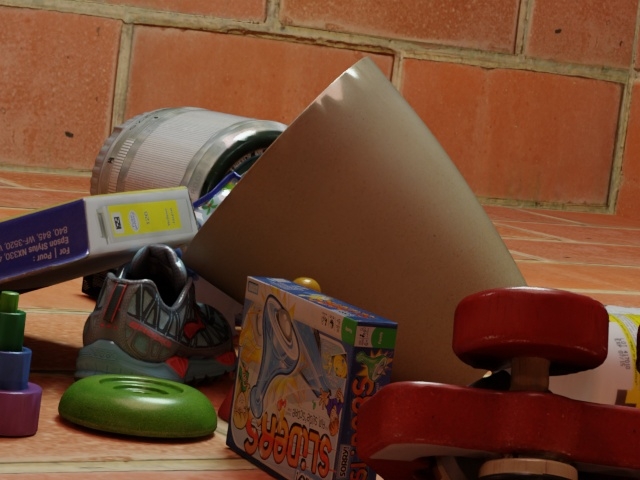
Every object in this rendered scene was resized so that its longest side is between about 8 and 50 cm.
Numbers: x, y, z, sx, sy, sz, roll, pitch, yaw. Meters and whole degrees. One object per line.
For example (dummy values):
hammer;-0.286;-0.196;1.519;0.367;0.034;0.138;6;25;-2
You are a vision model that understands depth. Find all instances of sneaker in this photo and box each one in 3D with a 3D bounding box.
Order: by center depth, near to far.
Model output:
sneaker;-0.133;0.065;1.766;0.104;0.125;0.262;9;6;12

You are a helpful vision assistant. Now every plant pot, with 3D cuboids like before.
plant pot;0.057;0.018;1.806;0.274;0.256;0.256;43;9;2

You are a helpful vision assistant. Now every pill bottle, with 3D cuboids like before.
pill bottle;0.305;0.125;1.743;0.215;0.117;0.117;4;6;-26

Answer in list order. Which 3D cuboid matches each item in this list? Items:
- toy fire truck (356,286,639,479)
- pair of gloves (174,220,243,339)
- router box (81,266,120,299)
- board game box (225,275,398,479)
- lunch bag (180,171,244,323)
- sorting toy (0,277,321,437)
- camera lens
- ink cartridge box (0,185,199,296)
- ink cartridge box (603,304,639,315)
toy fire truck;0.168;0.147;1.302;0.302;0.169;0.254;6;-18;-11
pair of gloves;-0.054;0.048;1.985;0.198;0.159;0.023;5;39;7
router box;-0.174;0.056;2.215;0.133;0.046;0.179;4;6;-30
board game box;-0.010;0.108;1.439;0.035;0.136;0.201;5;5;-25
lunch bag;-0.077;0.027;2.080;0.151;0.096;0.129;46;-19;13
sorting toy;-0.118;0.087;1.577;0.366;0.126;0.127;4;7;-37
camera lens;-0.135;-0.051;2.459;0.219;0.219;0.274;3;7;-37
ink cartridge box;-0.307;0.020;1.799;0.304;0.072;0.307;-14;-4;20
ink cartridge box;0.291;0.112;2.052;0.191;0.082;0.139;8;6;-4
